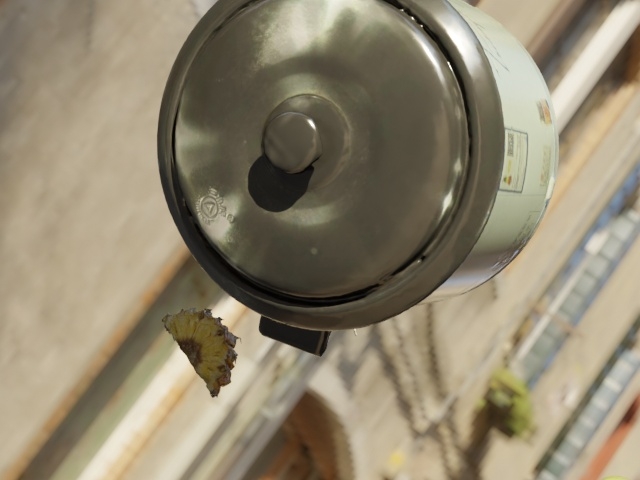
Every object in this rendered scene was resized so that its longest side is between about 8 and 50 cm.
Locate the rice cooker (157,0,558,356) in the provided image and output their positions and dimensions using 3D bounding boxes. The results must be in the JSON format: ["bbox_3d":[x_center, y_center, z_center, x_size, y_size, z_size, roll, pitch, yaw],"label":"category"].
[{"bbox_3d":[0.026,-0.064,1.204,0.241,0.280,0.227,21,10,21],"label":"rice cooker"}]

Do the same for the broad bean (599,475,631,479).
[{"bbox_3d":[0.280,0.247,1.625,0.083,0.045,0.063,33,-45,10],"label":"broad bean"}]

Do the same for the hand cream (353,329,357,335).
[{"bbox_3d":[0.000,0.000,1.676,0.067,0.042,0.194,-122,-173,-56],"label":"hand cream"}]

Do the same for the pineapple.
[{"bbox_3d":[-0.091,0.082,1.452,0.083,0.045,0.019,52,11,26],"label":"pineapple"}]
